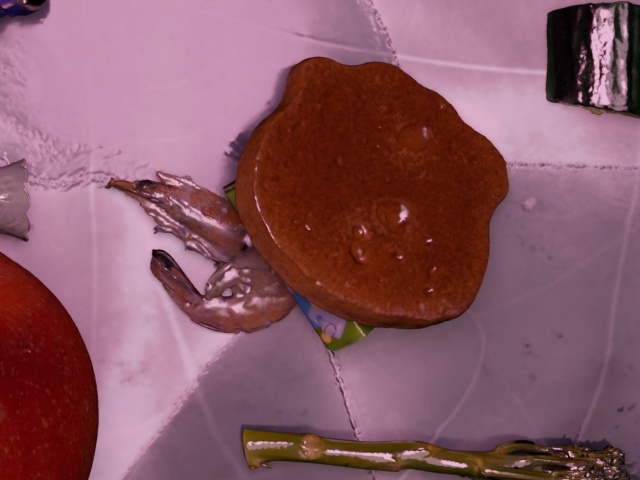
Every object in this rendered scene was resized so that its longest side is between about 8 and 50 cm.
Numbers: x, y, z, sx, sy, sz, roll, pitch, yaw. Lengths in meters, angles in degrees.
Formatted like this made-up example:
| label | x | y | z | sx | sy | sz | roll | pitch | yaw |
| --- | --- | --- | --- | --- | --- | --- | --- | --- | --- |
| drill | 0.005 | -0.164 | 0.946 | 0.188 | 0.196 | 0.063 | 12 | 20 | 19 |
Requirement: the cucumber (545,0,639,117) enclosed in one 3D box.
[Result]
| label | x | y | z | sx | sy | sz | roll | pitch | yaw |
| --- | --- | --- | --- | --- | --- | --- | --- | --- | --- |
| cucumber | 0.286 | -0.177 | 1.955 | 0.116 | 0.062 | 0.115 | 1 | 89 | -7 |

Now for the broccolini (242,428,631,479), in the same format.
| label | x | y | z | sx | sy | sz | roll | pitch | yaw |
| --- | --- | --- | --- | --- | --- | --- | --- | --- | --- |
| broccolini | 0.117 | 0.232 | 1.970 | 0.392 | 0.079 | 0.074 | 5 | 103 | 1 |

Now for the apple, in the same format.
| label | x | y | z | sx | sy | sz | roll | pitch | yaw |
| --- | --- | --- | --- | --- | --- | --- | --- | --- | --- |
| apple | -0.367 | 0.150 | 1.764 | 0.348 | 0.348 | 0.277 | 12 | 111 | -6 |

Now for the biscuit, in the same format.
| label | x | y | z | sx | sy | sz | roll | pitch | yaw |
| --- | --- | --- | --- | --- | --- | --- | --- | --- | --- |
| biscuit | 0.049 | -0.045 | 1.886 | 0.273 | 0.049 | 0.257 | 30 | 64 | -23 |

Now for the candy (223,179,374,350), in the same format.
| label | x | y | z | sx | sy | sz | roll | pitch | yaw |
| --- | --- | --- | --- | --- | --- | --- | --- | --- | --- |
| candy | 0.000 | 0.000 | 1.914 | 0.097 | 0.062 | 0.194 | -40 | 99 | -43 |

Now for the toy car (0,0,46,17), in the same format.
| label | x | y | z | sx | sy | sz | roll | pitch | yaw |
| --- | --- | --- | --- | --- | --- | --- | --- | --- | --- |
| toy car | -0.356 | -0.301 | 1.840 | 0.158 | 0.172 | 0.235 | -26 | 98 | 13 |

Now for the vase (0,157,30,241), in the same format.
| label | x | y | z | sx | sy | sz | roll | pitch | yaw |
| --- | --- | --- | --- | --- | --- | --- | --- | --- | --- |
| vase | -0.354 | -0.036 | 1.877 | 0.148 | 0.081 | 0.081 | -3 | 94 | -14 |

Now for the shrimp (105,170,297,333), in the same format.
| label | x | y | z | sx | sy | sz | roll | pitch | yaw |
| --- | --- | --- | --- | --- | --- | --- | --- | --- | --- |
| shrimp | -0.121 | 0.012 | 1.933 | 0.223 | 0.047 | 0.126 | 30 | 98 | -10 |
